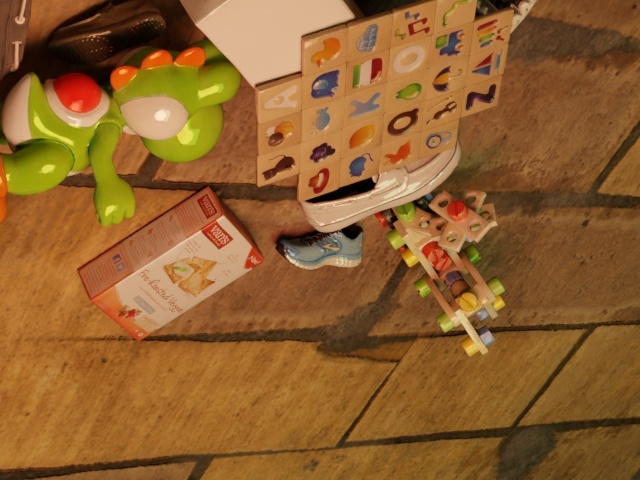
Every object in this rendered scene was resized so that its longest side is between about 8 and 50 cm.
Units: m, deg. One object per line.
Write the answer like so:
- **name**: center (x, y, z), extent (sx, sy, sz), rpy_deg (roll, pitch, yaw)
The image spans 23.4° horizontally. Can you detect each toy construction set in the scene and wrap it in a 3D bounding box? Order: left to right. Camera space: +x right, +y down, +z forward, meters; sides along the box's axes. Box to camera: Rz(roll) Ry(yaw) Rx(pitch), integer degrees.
- **toy construction set**: center (0.195, 0.024, 2.426), extent (0.151, 0.215, 0.327), rpy_deg (-25, 145, -8)

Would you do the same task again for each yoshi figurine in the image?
- **yoshi figurine**: center (-0.264, -0.128, 1.905), extent (0.362, 0.203, 0.203), rpy_deg (-20, -172, -5)

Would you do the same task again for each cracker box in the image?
- **cracker box**: center (-0.217, 0.037, 2.274), extent (0.232, 0.067, 0.156), rpy_deg (-33, 146, 4)

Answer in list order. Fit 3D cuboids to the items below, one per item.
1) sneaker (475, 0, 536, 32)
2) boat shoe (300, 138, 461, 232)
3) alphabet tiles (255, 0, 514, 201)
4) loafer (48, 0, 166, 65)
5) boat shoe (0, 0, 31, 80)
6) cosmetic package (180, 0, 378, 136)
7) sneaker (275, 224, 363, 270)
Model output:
- **sneaker**: center (0.298, -0.381, 2.091), extent (0.118, 0.110, 0.292), rpy_deg (-6, 140, -44)
- **boat shoe**: center (0.089, -0.097, 2.302), extent (0.258, 0.095, 0.084), rpy_deg (-31, 150, 0)
- **alphabet tiles**: center (0.077, -0.176, 1.897), extent (0.342, 0.011, 0.285), rpy_deg (-20, 145, -16)
- **loafer**: center (-0.260, -0.256, 1.887), extent (0.148, 0.050, 0.056), rpy_deg (-14, 145, 4)
- **boat shoe**: center (-0.365, -0.294, 1.722), extent (0.095, 0.112, 0.335), rpy_deg (-26, 156, -38)
- **cosmetic package**: center (-0.043, -0.273, 1.877), extent (0.156, 0.217, 0.385), rpy_deg (-36, 144, 8)
- **sneaker**: center (0.000, 0.000, 2.409), extent (0.162, 0.063, 0.073), rpy_deg (-4, 121, -39)
